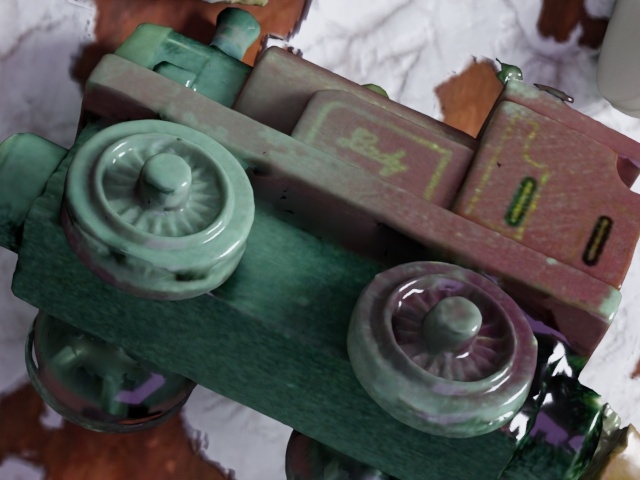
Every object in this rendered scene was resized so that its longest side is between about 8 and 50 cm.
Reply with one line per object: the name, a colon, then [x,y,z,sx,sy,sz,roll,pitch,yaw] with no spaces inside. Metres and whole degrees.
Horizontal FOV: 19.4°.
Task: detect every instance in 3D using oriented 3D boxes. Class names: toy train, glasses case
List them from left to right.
toy train: [0.000,0.000,0.877,0.304,0.150,0.221,25,50,1]
glasses case: [0.212,-0.161,1.032,0.051,0.081,0.204,29,84,-23]

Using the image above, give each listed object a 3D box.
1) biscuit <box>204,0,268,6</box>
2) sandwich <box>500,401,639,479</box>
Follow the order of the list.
biscuit: [-0.062,-0.244,0.916,0.188,0.040,0.265,-16,103,-23]
sandwich: [0.081,0.201,0.966,0.227,0.155,0.198,-42,109,-15]
